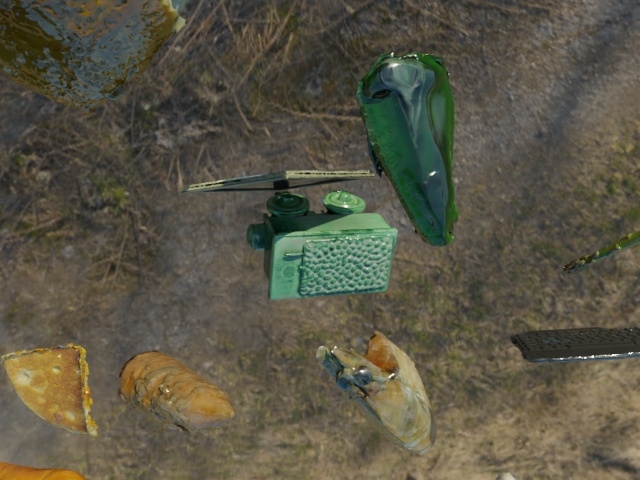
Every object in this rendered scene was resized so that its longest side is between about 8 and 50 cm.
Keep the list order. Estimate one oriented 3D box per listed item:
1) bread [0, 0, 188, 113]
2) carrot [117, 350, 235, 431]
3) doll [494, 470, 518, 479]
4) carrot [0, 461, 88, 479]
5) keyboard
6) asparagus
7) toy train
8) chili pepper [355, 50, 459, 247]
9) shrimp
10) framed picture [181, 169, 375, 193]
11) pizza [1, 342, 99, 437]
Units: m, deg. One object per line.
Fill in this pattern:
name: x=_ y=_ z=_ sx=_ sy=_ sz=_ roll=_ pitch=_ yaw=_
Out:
bread: x=-0.232 y=-0.302 z=0.732 sx=0.279 sy=0.225 sz=0.250 roll=-20 pitch=140 yaw=31
carrot: x=-0.185 y=0.213 z=0.980 sx=0.263 sy=0.102 sz=0.102 roll=3 pitch=144 yaw=52
doll: x=0.320 y=0.393 z=0.992 sx=0.241 sy=0.099 sz=0.135 roll=22 pitch=134 yaw=1
carrot: x=-0.328 y=0.264 z=0.770 sx=0.256 sy=0.061 sz=0.061 roll=-3 pitch=133 yaw=36
keyboard: x=0.348 y=0.110 z=0.789 sx=0.262 sy=0.106 sz=0.016 roll=-3 pitch=95 yaw=4
asparagus: x=0.453 y=0.000 z=1.050 sx=0.025 sy=0.024 sz=0.248 roll=22 pitch=144 yaw=-26
toy train: x=0.000 y=0.000 z=1.342 sx=0.266 sy=0.202 sz=0.145 roll=-3 pitch=120 yaw=-18
chili pepper: x=0.109 y=-0.098 z=0.767 sx=0.108 sy=0.062 sz=0.216 roll=-18 pitch=105 yaw=-6
shrimp: x=0.085 y=0.188 z=0.975 sx=0.077 sy=0.168 sz=0.317 roll=-26 pitch=140 yaw=14
framed picture: x=-0.064 y=-0.098 z=1.194 sx=0.217 sy=0.274 sz=0.017 roll=-5 pitch=92 yaw=31
pizza: x=-0.369 y=0.193 z=1.007 sx=0.178 sy=0.041 sz=0.131 roll=27 pitch=103 yaw=9
